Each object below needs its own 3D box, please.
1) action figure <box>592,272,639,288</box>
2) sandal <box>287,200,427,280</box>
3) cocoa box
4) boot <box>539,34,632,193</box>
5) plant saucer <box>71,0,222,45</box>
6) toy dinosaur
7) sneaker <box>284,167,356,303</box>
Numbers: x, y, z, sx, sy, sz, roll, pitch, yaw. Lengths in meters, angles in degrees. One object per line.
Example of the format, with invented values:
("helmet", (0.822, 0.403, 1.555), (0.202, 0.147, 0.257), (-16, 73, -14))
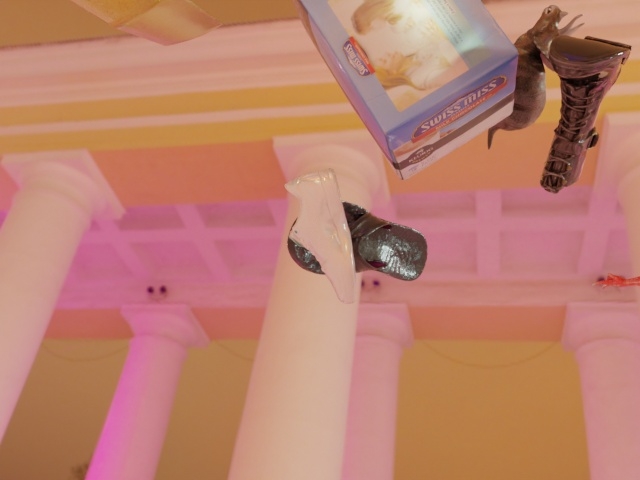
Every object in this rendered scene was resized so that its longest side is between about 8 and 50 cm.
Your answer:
("action figure", (0.436, 0.025, 0.814), (0.280, 0.091, 0.139), (18, -16, -40))
("sandal", (0.116, 0.005, 1.542), (0.445, 0.168, 0.107), (8, 0, -43))
("cocoa box", (0.128, -0.321, 1.107), (0.231, 0.347, 0.228), (-31, -17, 4))
("boot", (0.374, -0.175, 0.994), (0.091, 0.263, 0.229), (25, -63, 29))
("plant saucer", (-0.324, -0.372, 0.932), (0.333, 0.333, 0.081), (31, -80, -2))
("toy dinosaur", (0.358, -0.277, 1.268), (0.160, 0.121, 0.314), (23, -48, 21))
("sneaker", (0.000, 0.000, 1.047), (0.094, 0.080, 0.212), (-13, -80, 3))
